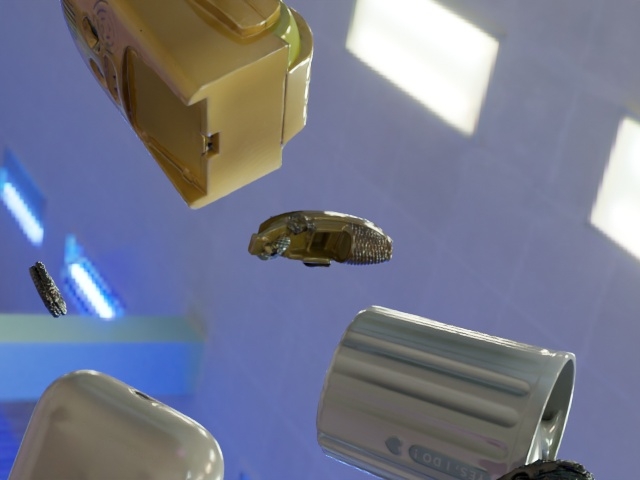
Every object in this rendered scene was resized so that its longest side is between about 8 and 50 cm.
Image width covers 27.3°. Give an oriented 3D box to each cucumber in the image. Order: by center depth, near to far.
[{"bbox_3d":[0.127,0.218,1.017,0.053,0.181,0.053,62,3,-6],"label":"cucumber"}]

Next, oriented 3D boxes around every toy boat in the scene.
[{"bbox_3d":[0.000,0.000,1.235,0.049,0.149,0.047,58,-43,47],"label":"toy boat"}]

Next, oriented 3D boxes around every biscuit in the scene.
[{"bbox_3d":[-0.407,0.074,1.968,0.089,0.027,0.087,63,-8,0],"label":"biscuit"}]

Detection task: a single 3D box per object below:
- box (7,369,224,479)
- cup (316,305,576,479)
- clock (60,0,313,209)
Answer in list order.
[{"bbox_3d":[-0.295,0.368,1.770,0.288,0.141,0.349,24,-82,20],"label":"box"},{"bbox_3d":[0.106,0.181,1.198,0.202,0.167,0.221,17,-92,20],"label":"cup"},{"bbox_3d":[-0.165,-0.229,1.493,0.317,0.200,0.244,44,-30,22],"label":"clock"}]
